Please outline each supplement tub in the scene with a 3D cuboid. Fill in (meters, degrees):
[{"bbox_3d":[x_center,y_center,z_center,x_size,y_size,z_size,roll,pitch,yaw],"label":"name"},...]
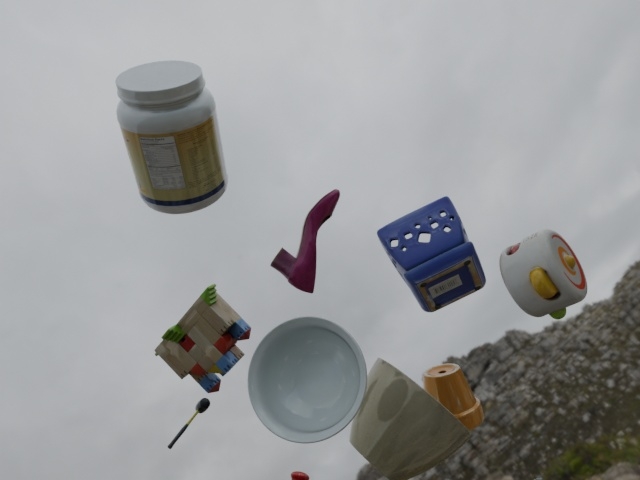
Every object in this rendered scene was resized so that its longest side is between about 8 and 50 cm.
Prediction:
[{"bbox_3d":[-0.356,-0.249,1.264,0.228,0.228,0.316,-25,-47,-27],"label":"supplement tub"}]

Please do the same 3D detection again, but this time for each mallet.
[{"bbox_3d":[-0.431,0.596,1.694,0.189,0.039,0.062,-50,0,-36],"label":"mallet"}]

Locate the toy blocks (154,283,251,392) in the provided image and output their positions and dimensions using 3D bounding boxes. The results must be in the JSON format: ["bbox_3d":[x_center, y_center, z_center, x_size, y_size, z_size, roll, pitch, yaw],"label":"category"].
[{"bbox_3d":[-0.387,0.367,1.816,0.381,0.261,0.191,-48,-6,18],"label":"toy blocks"}]

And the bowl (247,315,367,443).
[{"bbox_3d":[-0.019,0.345,1.296,0.298,0.298,0.134,-41,-25,0],"label":"bowl"}]

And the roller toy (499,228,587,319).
[{"bbox_3d":[0.541,0.075,1.260,0.209,0.191,0.146,23,-42,-35],"label":"roller toy"}]

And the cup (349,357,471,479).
[{"bbox_3d":[0.220,0.531,1.474,0.237,0.331,0.331,-49,-27,-11],"label":"cup"}]

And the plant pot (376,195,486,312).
[{"bbox_3d":[0.329,0.055,1.492,0.236,0.212,0.236,-27,-43,8],"label":"plant pot"}]

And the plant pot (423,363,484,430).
[{"bbox_3d":[0.440,0.537,1.802,0.205,0.188,0.205,-15,2,1],"label":"plant pot"}]

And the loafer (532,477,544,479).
[{"bbox_3d":[0.416,0.584,1.071,0.096,0.084,0.267,-10,-46,-22],"label":"loafer"}]

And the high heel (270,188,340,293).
[{"bbox_3d":[0.000,0.000,1.858,0.377,0.181,0.127,-54,-7,-6],"label":"high heel"}]

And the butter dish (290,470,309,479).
[{"bbox_3d":[-0.048,0.465,0.907,0.160,0.160,0.118,96,-171,-56],"label":"butter dish"}]
